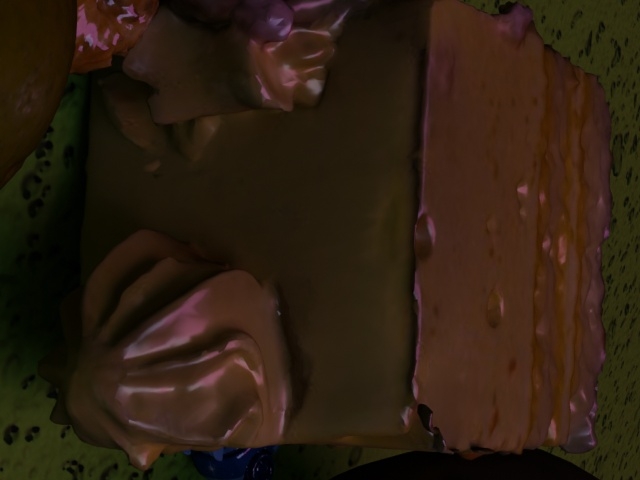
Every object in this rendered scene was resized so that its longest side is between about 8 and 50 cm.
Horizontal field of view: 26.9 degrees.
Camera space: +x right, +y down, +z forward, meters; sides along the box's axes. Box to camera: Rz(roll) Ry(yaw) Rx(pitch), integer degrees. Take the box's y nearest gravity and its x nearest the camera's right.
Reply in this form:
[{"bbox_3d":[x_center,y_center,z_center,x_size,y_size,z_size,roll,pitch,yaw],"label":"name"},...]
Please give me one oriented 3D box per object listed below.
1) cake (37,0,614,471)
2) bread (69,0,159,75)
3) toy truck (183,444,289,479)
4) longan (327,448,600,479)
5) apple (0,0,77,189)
[{"bbox_3d":[0.000,0.000,0.678,0.286,0.222,0.227,14,76,-59],"label":"cake"},{"bbox_3d":[-0.131,-0.174,0.544,0.083,0.114,0.211,-35,134,-28],"label":"bread"},{"bbox_3d":[-0.057,0.103,0.828,0.073,0.056,0.090,-52,131,-36],"label":"toy truck"},{"bbox_3d":[0.065,0.312,0.812,0.404,0.336,0.404,-40,162,-16],"label":"longan"},{"bbox_3d":[-0.174,-0.078,0.440,0.196,0.157,0.196,-5,114,-12],"label":"apple"}]
